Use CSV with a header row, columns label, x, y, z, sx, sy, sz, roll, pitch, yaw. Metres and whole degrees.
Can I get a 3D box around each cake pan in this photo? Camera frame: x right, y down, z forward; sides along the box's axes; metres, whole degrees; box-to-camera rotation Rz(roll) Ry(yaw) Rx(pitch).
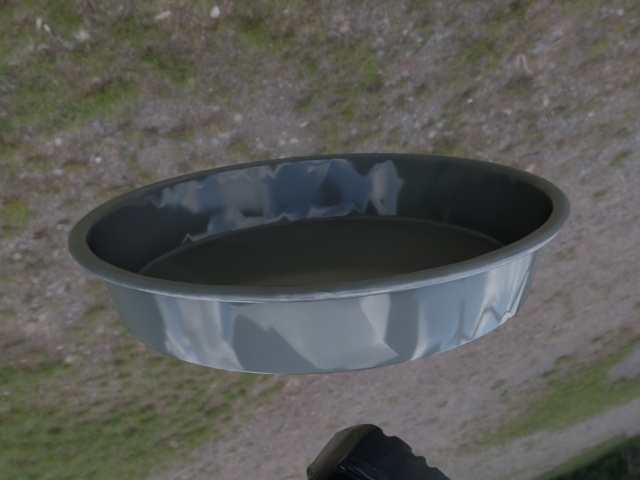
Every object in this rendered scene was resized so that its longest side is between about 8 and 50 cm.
label,x,y,z,sx,sy,sz,roll,pitch,yaw
cake pan,0.000,0.000,0.447,0.293,0.054,0.293,-4,-163,1

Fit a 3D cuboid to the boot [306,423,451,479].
label,x,y,z,sx,sy,sz,roll,pitch,yaw
boot,0.018,0.377,0.372,0.445,0.367,0.146,-46,163,-32
